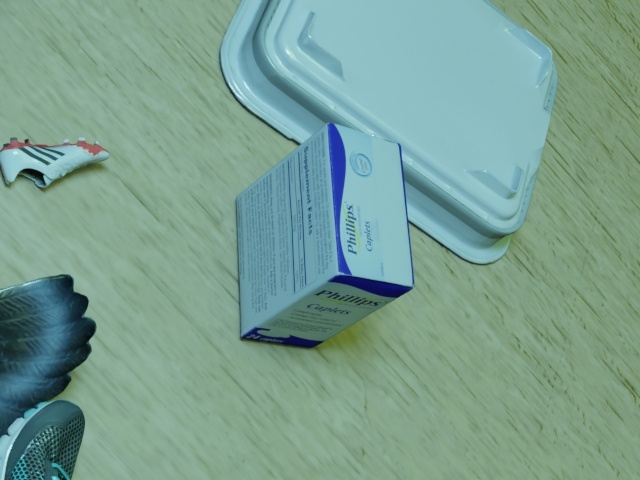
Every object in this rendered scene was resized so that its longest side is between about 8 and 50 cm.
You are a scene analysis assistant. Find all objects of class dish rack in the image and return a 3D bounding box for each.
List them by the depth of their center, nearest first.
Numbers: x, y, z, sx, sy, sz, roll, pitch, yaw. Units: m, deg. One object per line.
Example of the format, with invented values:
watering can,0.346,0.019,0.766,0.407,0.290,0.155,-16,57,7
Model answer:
dish rack,0.089,-0.166,1.142,0.333,0.072,0.285,35,50,-19

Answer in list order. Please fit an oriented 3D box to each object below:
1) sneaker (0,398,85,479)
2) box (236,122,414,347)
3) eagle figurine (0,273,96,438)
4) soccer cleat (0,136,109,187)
sneaker,-0.173,0.175,0.757,0.065,0.076,0.166,63,38,-48
box,0.000,0.000,0.942,0.072,0.137,0.126,13,60,-32
eagle figurine,-0.293,0.031,0.711,0.298,0.225,0.226,-15,120,-70
soccer cleat,-0.195,-0.056,0.904,0.083,0.029,0.035,-1,76,-33
